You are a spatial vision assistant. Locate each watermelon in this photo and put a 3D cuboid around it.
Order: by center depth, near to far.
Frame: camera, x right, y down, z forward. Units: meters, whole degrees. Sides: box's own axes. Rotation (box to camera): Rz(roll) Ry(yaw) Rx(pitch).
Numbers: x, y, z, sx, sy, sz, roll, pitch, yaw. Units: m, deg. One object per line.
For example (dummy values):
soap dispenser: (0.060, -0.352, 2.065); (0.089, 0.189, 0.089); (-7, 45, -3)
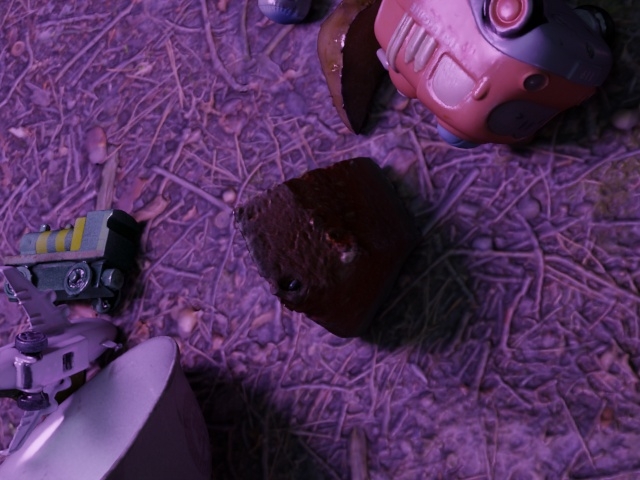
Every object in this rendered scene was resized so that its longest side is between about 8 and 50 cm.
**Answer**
watermelon: (0.000, 0.000, 1.732); (0.140, 0.257, 0.193); (-34, 70, 22)

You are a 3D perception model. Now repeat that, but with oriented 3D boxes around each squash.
squash: (-0.391, 0.174, 2.009); (0.105, 0.132, 0.105); (-7, 77, 31)

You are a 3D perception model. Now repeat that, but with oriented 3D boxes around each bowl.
bowl: (-0.258, 0.334, 1.809); (0.435, 0.435, 0.196); (-39, 104, 19)

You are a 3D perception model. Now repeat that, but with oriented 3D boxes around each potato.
potato: (0.025, -0.228, 1.868); (0.089, 0.100, 0.172); (25, 95, 39)

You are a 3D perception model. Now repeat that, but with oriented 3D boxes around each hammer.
hammer: (-0.087, -0.341, 1.985); (0.194, 0.069, 0.116); (9, 85, 38)

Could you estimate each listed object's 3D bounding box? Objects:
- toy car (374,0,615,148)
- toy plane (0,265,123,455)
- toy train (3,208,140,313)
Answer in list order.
toy car: (0.181, -0.220, 1.725); (0.270, 0.180, 0.212); (48, 116, 32)
toy plane: (-0.348, 0.147, 1.926); (0.101, 0.255, 0.251); (18, 113, 40)
toy train: (-0.338, 0.031, 2.048); (0.200, 0.083, 0.132); (-3, 66, 32)
